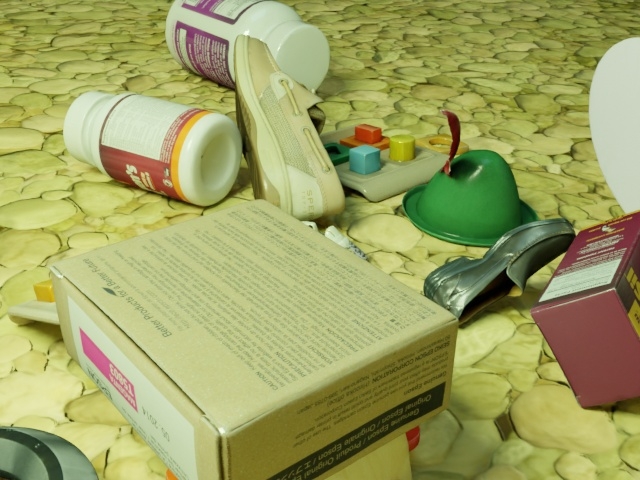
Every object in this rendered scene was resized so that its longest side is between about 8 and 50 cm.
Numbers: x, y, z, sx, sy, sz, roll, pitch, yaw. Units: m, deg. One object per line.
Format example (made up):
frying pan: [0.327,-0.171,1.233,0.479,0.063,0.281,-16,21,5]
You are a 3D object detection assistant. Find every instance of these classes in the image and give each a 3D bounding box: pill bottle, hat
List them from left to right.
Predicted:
pill bottle: [-0.224,-0.128,1.087,0.221,0.121,0.121,17,31,26]
pill bottle: [-0.127,-0.348,1.457,0.169,0.169,0.302,-21,36,-36]
hat: [0.195,-0.107,1.007,0.173,0.183,0.208,-2,28,-8]

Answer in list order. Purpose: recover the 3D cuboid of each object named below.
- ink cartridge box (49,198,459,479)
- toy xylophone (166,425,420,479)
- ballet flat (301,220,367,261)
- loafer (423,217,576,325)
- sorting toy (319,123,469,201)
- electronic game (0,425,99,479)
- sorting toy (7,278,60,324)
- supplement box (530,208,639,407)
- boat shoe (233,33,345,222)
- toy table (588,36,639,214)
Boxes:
ink cartridge box: [-0.053,0.069,0.590,0.193,0.088,0.235,-21,36,-33]
toy xylophone: [-0.040,0.115,0.684,0.236,0.081,0.323,-14,32,-27]
ballet flat: [0.000,0.000,0.948,0.114,0.041,0.041,14,30,21]
loafer: [0.193,0.035,0.847,0.170,0.062,0.061,-29,45,0]
sorting toy: [0.068,-0.128,1.184,0.348,0.047,0.196,-22,36,-37]
electronic game: [-0.259,0.203,0.543,0.229,0.048,0.229,-6,27,3]
sorting toy: [-0.178,0.034,0.776,0.193,0.038,0.208,-20,6,-34]
supplement box: [0.277,0.057,0.766,0.081,0.104,0.188,-23,11,37]
boat shoe: [-0.049,-0.150,1.088,0.110,0.121,0.341,-8,52,-9]
toy table: [0.466,-0.121,1.012,0.161,0.274,0.252,-10,-5,-35]
